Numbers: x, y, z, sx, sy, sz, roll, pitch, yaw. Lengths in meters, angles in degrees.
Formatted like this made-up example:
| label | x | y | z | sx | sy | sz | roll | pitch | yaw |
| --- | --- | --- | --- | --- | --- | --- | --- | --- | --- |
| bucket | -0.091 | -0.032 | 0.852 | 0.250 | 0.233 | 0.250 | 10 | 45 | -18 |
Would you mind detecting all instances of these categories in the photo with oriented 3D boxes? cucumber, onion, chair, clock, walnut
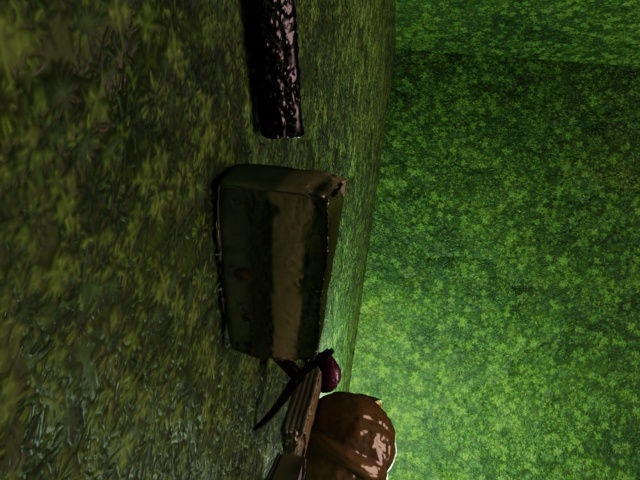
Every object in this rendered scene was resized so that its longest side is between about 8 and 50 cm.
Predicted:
| label | x | y | z | sx | sy | sz | roll | pitch | yaw |
| --- | --- | --- | --- | --- | --- | --- | --- | --- | --- |
| cucumber | -0.062 | -0.273 | 0.835 | 0.072 | 0.072 | 0.300 | -73 | 166 | -47 |
| onion | 0.004 | 0.369 | 1.670 | 0.115 | 0.104 | 0.115 | -14 | -106 | 57 |
| chair | -0.083 | 0.256 | 1.155 | 0.212 | 0.101 | 0.084 | -45 | 167 | -1 |
| clock | -0.088 | 0.591 | 1.341 | 0.192 | 0.071 | 0.147 | -49 | 145 | -74 |
| walnut | 0.062 | 0.561 | 1.629 | 0.296 | 0.285 | 0.285 | -59 | 166 | -10 |

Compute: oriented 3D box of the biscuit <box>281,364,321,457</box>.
| label | x | y | z | sx | sy | sz | roll | pitch | yaw |
| --- | --- | --- | --- | --- | --- | --- | --- | --- | --- |
| biscuit | -0.044 | 0.436 | 1.529 | 0.239 | 0.061 | 0.108 | -69 | 163 | -55 |

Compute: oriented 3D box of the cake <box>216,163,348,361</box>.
| label | x | y | z | sx | sy | sz | roll | pitch | yaw |
| --- | --- | --- | --- | --- | --- | --- | --- | --- | --- |
| cake | -0.050 | 0.020 | 0.873 | 0.172 | 0.158 | 0.284 | -70 | 166 | -59 |

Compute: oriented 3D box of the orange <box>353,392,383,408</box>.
| label | x | y | z | sx | sy | sz | roll | pitch | yaw |
| --- | --- | --- | --- | --- | --- | --- | --- | --- | --- |
| orange | 0.084 | 0.629 | 1.899 | 0.310 | 0.274 | 0.274 | -38 | -166 | 27 |
